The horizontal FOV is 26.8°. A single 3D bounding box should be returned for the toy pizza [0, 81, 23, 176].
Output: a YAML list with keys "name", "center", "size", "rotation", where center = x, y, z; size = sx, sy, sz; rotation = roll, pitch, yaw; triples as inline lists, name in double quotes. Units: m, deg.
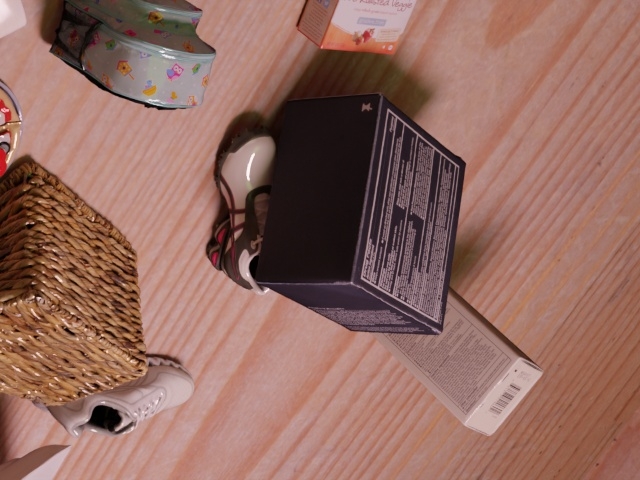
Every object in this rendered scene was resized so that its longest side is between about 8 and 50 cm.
- name: "toy pizza"
  center: [-0.463, -0.119, 1.689]
  size: [0.201, 0.032, 0.201]
  rotation: [-26, 139, -25]

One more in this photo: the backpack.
- name: "backpack"
  center: [-0.221, -0.244, 1.678]
  size: [0.166, 0.188, 0.144]
  rotation: [4, 121, -45]

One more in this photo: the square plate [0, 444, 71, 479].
- name: "square plate"
  center: [-0.553, 0.441, 1.983]
  size: [0.347, 0.049, 0.344]
  rotation: [-32, 167, -39]

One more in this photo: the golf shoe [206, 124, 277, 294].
- name: "golf shoe"
  center: [-0.095, -0.046, 2.047]
  size: [0.105, 0.120, 0.272]
  rotation: [-17, 133, -31]

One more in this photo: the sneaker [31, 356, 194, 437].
- name: "sneaker"
  center: [-0.309, 0.257, 2.122]
  size: [0.292, 0.118, 0.110]
  rotation: [-1, 122, -46]

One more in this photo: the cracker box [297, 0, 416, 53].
- name: "cracker box"
  center: [0.079, -0.388, 1.939]
  size: [0.156, 0.067, 0.232]
  rotation: [-4, 126, -43]

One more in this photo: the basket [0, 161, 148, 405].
- name: "basket"
  center: [-0.402, 0.073, 1.872]
  size: [0.214, 0.223, 0.299]
  rotation: [-20, 148, 17]

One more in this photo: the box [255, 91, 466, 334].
- name: "box"
  center: [0.067, -0.035, 2.059]
  size: [0.294, 0.183, 0.296]
  rotation: [32, 63, -54]

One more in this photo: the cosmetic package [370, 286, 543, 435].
- name: "cosmetic package"
  center: [0.231, 0.189, 2.423]
  size: [0.160, 0.309, 0.113]
  rotation: [-50, 143, 7]

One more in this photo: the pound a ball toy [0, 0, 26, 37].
- name: "pound a ball toy"
  center: [-0.496, -0.253, 1.447]
  size: [0.319, 0.136, 0.208]
  rotation: [-31, 141, -21]
